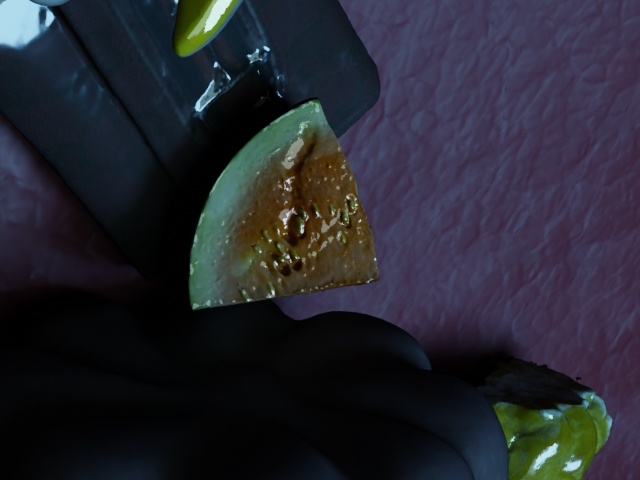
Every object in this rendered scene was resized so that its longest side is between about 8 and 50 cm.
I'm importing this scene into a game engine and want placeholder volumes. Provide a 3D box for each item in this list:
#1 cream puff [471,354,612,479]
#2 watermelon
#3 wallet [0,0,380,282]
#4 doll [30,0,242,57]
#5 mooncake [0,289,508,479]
[{"bbox_3d":[0.106,0.144,1.257,0.156,0.121,0.156,-26,136,-28],"label":"cream puff"},{"bbox_3d":[0.000,0.000,1.042,0.135,0.094,0.125,29,86,-57],"label":"watermelon"},{"bbox_3d":[-0.071,-0.093,1.013,0.182,0.049,0.229,-44,137,-10],"label":"wallet"},{"bbox_3d":[-0.034,-0.233,0.884,0.145,0.103,0.316,37,85,-16],"label":"doll"},{"bbox_3d":[-0.053,0.135,1.019,0.306,0.306,0.154,-4,114,-36],"label":"mooncake"}]
